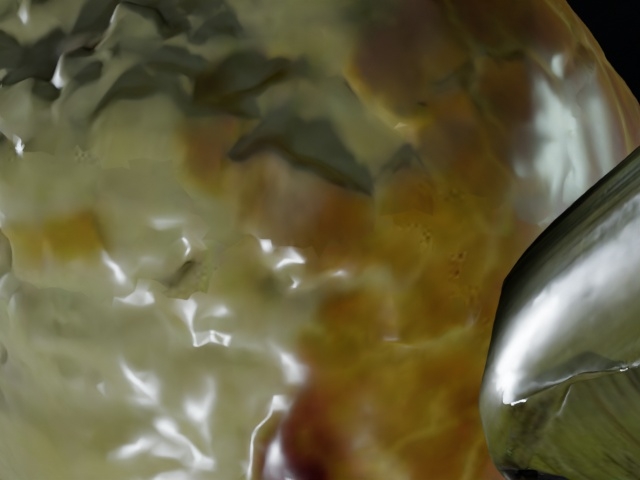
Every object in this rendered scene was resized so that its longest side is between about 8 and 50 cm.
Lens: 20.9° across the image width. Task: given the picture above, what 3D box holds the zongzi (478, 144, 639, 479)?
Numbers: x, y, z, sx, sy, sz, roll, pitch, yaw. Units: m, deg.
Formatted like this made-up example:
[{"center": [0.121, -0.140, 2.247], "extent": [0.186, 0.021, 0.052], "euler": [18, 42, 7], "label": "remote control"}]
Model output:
[{"center": [0.235, 0.036, 0.530], "extent": [0.286, 0.300, 0.138], "euler": [-47, -160, 43], "label": "zongzi"}]

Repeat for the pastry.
[{"center": [0.000, 0.000, 0.814], "extent": [0.312, 0.388, 0.389], "euler": [7, -125, 14], "label": "pastry"}]
